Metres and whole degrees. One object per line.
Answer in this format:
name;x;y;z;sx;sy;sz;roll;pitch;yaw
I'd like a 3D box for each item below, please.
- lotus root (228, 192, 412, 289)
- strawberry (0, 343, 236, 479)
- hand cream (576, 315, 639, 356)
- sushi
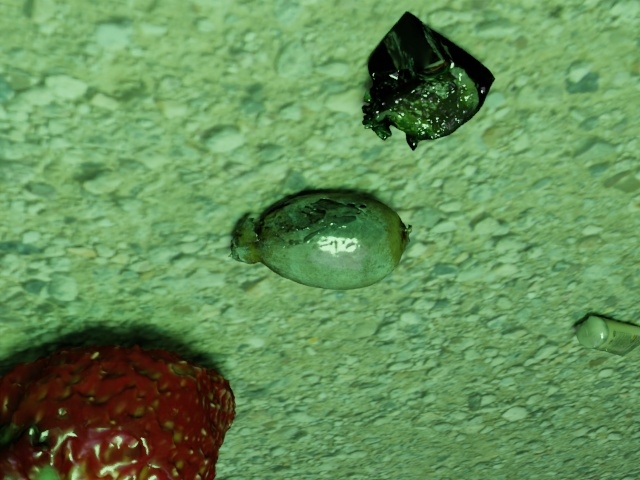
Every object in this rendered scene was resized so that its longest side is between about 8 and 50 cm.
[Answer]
lotus root;0.000;0.000;0.746;0.165;0.088;0.088;0;140;-4
strawberry;-0.219;0.202;0.831;0.261;0.258;0.261;4;128;5
hand cream;0.369;0.119;1.046;0.143;0.039;0.061;15;126;-45
sushi;0.078;-0.116;0.651;0.083;0.056;0.085;12;133;-40
